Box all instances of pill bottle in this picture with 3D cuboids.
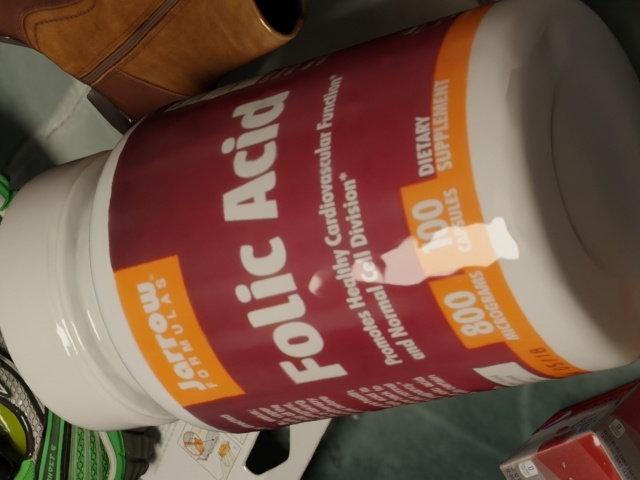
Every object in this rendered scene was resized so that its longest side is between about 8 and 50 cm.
[{"bbox_3d":[0.000,0.000,1.017,0.392,0.224,0.224,-14,103,32],"label":"pill bottle"}]

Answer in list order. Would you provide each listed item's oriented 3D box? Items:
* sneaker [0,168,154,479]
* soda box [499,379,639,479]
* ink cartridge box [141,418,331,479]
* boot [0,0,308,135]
[{"bbox_3d":[-0.272,0.066,1.274,0.134,0.146,0.343,-40,83,42],"label":"sneaker"},{"bbox_3d":[0.235,0.230,1.080,0.092,0.083,0.263,-29,93,43],"label":"soda box"},{"bbox_3d":[-0.086,0.092,1.277,0.239,0.060,0.275,38,130,16],"label":"ink cartridge box"},{"bbox_3d":[-0.157,-0.181,1.077,0.264,0.096,0.280,46,159,-5],"label":"boot"}]
